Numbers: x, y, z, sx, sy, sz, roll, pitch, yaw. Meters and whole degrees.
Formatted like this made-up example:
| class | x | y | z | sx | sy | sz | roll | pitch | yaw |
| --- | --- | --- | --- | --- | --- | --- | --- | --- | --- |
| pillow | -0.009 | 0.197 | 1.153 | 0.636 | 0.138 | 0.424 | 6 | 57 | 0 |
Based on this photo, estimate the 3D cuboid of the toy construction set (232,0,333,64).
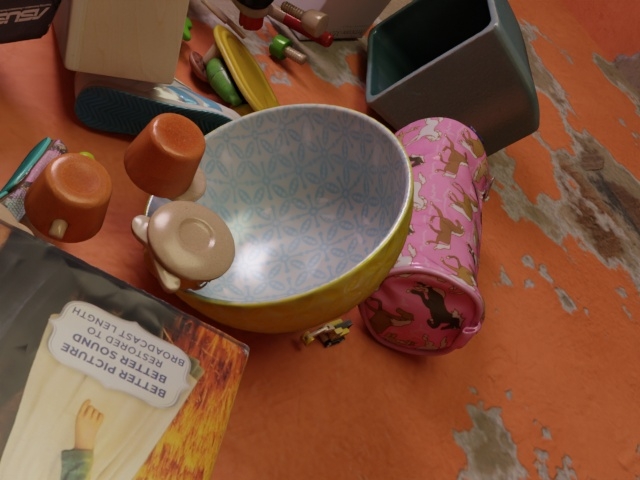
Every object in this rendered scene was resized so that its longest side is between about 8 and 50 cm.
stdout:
| class | x | y | z | sx | sy | sz | roll | pitch | yaw |
| --- | --- | --- | --- | --- | --- | --- | --- | --- | --- |
| toy construction set | -0.100 | -0.427 | 1.200 | 0.237 | 0.309 | 0.257 | 33 | 73 | 18 |

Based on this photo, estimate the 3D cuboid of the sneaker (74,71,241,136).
| class | x | y | z | sx | sy | sz | roll | pitch | yaw |
| --- | --- | --- | --- | --- | --- | --- | --- | --- | --- |
| sneaker | -0.188 | -0.168 | 0.981 | 0.229 | 0.087 | 0.092 | 17 | 42 | -34 |

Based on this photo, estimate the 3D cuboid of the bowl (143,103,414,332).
| class | x | y | z | sx | sy | sz | roll | pitch | yaw |
| --- | --- | --- | --- | --- | --- | --- | --- | --- | --- |
| bowl | -0.033 | 0.000 | 0.881 | 0.156 | 0.290 | 0.289 | 72 | 10 | -48 |

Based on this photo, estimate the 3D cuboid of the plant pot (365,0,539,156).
| class | x | y | z | sx | sy | sz | roll | pitch | yaw |
| --- | --- | --- | --- | --- | --- | --- | --- | --- | --- |
| plant pot | 0.253 | -0.282 | 1.388 | 0.252 | 0.247 | 0.247 | 43 | 33 | -31 |

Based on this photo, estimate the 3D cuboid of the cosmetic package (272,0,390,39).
| class | x | y | z | sx | sy | sz | roll | pitch | yaw |
| --- | --- | --- | --- | --- | --- | --- | --- | --- | --- |
| cosmetic package | 0.077 | -0.521 | 1.336 | 0.197 | 0.365 | 0.155 | -20 | 68 | -48 |

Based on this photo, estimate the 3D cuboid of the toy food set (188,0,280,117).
| class | x | y | z | sx | sy | sz | roll | pitch | yaw |
| --- | --- | --- | --- | --- | --- | --- | --- | --- | --- |
| toy food set | -0.128 | -0.226 | 1.119 | 0.128 | 0.071 | 0.217 | 25 | 36 | -63 |

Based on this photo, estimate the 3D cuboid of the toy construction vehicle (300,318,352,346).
| class | x | y | z | sx | sy | sz | roll | pitch | yaw |
| --- | --- | --- | --- | --- | --- | --- | --- | --- | --- |
| toy construction vehicle | -0.002 | 0.083 | 0.955 | 0.098 | 0.035 | 0.085 | -8 | 61 | -47 |

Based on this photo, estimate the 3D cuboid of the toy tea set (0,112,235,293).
| class | x | y | z | sx | sy | sz | roll | pitch | yaw |
| --- | --- | --- | --- | --- | --- | --- | --- | --- | --- |
| toy tea set | -0.206 | 0.013 | 0.734 | 0.200 | 0.124 | 0.336 | 48 | 44 | 4 |

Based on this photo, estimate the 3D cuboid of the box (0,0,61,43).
| class | x | y | z | sx | sy | sz | roll | pitch | yaw |
| --- | --- | --- | --- | --- | --- | --- | --- | --- | --- |
| box | -0.480 | -0.302 | 0.714 | 0.318 | 0.097 | 0.395 | 48 | 38 | 8 |

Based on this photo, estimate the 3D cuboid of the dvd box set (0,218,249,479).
| class | x | y | z | sx | sy | sz | roll | pitch | yaw |
| --- | --- | --- | --- | --- | --- | --- | --- | --- | --- |
| dvd box set | -0.224 | 0.160 | 0.363 | 0.308 | 0.062 | 0.420 | 30 | 45 | -15 |

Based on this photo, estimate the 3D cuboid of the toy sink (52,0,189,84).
| class | x | y | z | sx | sy | sz | roll | pitch | yaw |
| --- | --- | --- | --- | --- | --- | --- | --- | --- | --- |
| toy sink | -0.235 | -0.300 | 0.933 | 0.131 | 0.152 | 0.234 | 4 | 28 | -25 |

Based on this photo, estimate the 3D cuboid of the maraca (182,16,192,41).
| class | x | y | z | sx | sy | sz | roll | pitch | yaw |
| --- | --- | --- | --- | --- | --- | --- | --- | --- | --- |
| maraca | -0.240 | -0.355 | 1.100 | 0.185 | 0.099 | 0.127 | 58 | 26 | 4 |

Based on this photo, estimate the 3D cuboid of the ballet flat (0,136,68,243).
| class | x | y | z | sx | sy | sz | roll | pitch | yaw |
| --- | --- | --- | --- | --- | --- | --- | --- | --- | --- |
| ballet flat | -0.289 | -0.020 | 0.761 | 0.079 | 0.077 | 0.221 | 48 | 33 | -18 |

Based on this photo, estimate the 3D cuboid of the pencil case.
| class | x | y | z | sx | sy | sz | roll | pitch | yaw |
| --- | --- | --- | --- | --- | --- | --- | --- | --- | --- |
| pencil case | 0.151 | -0.016 | 1.100 | 0.386 | 0.167 | 0.160 | -72 | 148 | -50 |
